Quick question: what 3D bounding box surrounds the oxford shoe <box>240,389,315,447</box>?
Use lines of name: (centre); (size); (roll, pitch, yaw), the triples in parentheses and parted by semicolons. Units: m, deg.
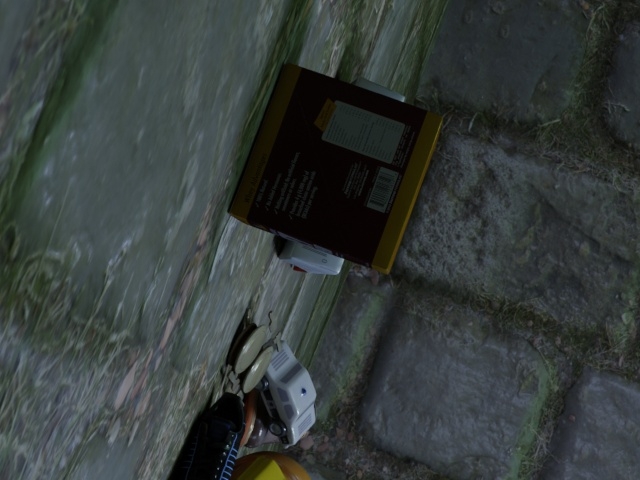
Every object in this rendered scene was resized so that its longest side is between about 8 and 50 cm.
oxford shoe: (-0.080, 0.327, 2.167); (0.364, 0.133, 0.129); (-34, 145, -80)

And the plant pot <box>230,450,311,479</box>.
plant pot: (-0.131, 0.497, 2.070); (0.188, 0.205, 0.205); (10, 100, -69)

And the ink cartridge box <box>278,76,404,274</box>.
ink cartridge box: (0.007, -0.099, 1.948); (0.385, 0.091, 0.308); (177, -67, -78)

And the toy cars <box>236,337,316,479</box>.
toy cars: (-0.058, 0.367, 1.973); (0.176, 0.087, 0.393); (25, 64, -49)

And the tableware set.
tableware set: (-0.116, 0.181, 1.803); (0.128, 0.039, 0.194); (-56, 164, -18)

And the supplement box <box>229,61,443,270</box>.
supplement box: (0.021, -0.081, 1.354); (0.129, 0.194, 0.191); (42, 68, -84)

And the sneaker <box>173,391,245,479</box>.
sneaker: (-0.162, 0.315, 1.633); (0.232, 0.081, 0.090); (-74, 178, -56)
